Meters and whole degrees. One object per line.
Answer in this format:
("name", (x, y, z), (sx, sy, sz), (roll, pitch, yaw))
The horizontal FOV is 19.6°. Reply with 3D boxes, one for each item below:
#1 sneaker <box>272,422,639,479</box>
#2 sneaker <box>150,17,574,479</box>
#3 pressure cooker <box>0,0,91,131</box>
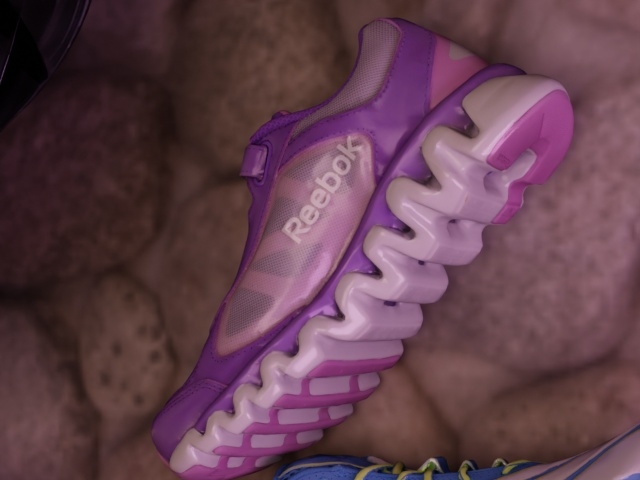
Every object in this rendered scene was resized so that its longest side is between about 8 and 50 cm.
("sneaker", (0.044, 0.124, 0.786), (0.240, 0.091, 0.126), (-41, 78, 19))
("sneaker", (0.000, 0.000, 0.801), (0.104, 0.095, 0.236), (43, 102, 21))
("pressure cooker", (-0.307, -0.122, 0.743), (0.370, 0.420, 0.376), (22, 90, 51))
